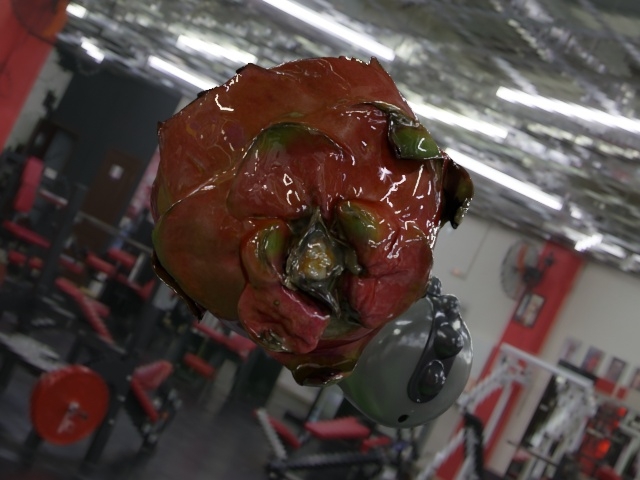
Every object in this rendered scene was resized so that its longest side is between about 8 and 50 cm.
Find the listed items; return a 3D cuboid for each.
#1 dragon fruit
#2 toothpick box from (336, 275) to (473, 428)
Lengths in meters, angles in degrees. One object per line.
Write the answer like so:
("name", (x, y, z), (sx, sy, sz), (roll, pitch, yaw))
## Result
("dragon fruit", (0.000, 0.000, 1.029), (0.305, 0.305, 0.225), (28, 23, -50))
("toothpick box", (0.101, 0.143, 1.695), (0.229, 0.229, 0.316), (27, 4, -32))
